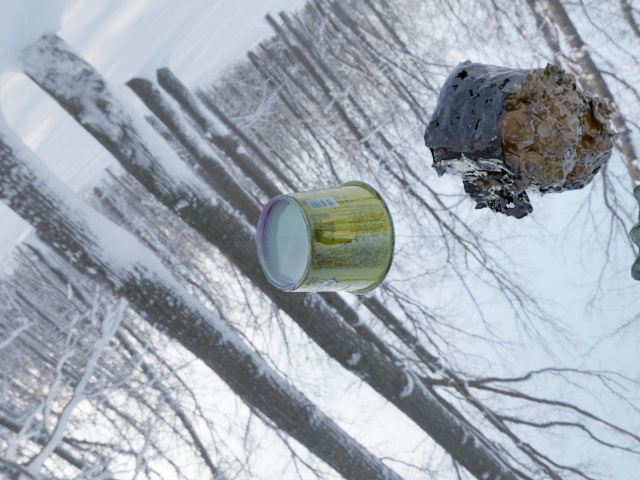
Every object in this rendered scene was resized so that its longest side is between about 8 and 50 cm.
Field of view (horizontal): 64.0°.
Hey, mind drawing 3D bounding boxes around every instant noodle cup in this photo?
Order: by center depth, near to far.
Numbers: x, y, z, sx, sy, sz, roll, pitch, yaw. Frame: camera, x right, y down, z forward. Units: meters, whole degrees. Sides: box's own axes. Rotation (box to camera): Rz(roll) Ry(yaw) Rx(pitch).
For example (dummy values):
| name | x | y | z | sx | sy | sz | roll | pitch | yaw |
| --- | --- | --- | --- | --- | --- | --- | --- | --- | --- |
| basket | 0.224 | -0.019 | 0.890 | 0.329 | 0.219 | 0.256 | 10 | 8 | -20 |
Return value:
| name | x | y | z | sx | sy | sz | roll | pitch | yaw |
| --- | --- | --- | --- | --- | --- | --- | --- | --- | --- |
| instant noodle cup | 0.000 | 0.000 | 1.362 | 0.254 | 0.325 | 0.326 | -5 | 172 | -38 |

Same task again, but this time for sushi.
| name | x | y | z | sx | sy | sz | roll | pitch | yaw |
| --- | --- | --- | --- | --- | --- | --- | --- | --- | --- |
| sushi | 0.336 | -0.152 | 0.840 | 0.208 | 0.349 | 0.234 | 21 | -77 | 50 |

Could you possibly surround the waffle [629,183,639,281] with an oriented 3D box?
| name | x | y | z | sx | sy | sz | roll | pitch | yaw |
| --- | --- | --- | --- | --- | --- | --- | --- | --- | --- |
| waffle | 0.570 | 0.005 | 0.685 | 0.056 | 0.309 | 0.292 | -9 | -176 | -32 |
